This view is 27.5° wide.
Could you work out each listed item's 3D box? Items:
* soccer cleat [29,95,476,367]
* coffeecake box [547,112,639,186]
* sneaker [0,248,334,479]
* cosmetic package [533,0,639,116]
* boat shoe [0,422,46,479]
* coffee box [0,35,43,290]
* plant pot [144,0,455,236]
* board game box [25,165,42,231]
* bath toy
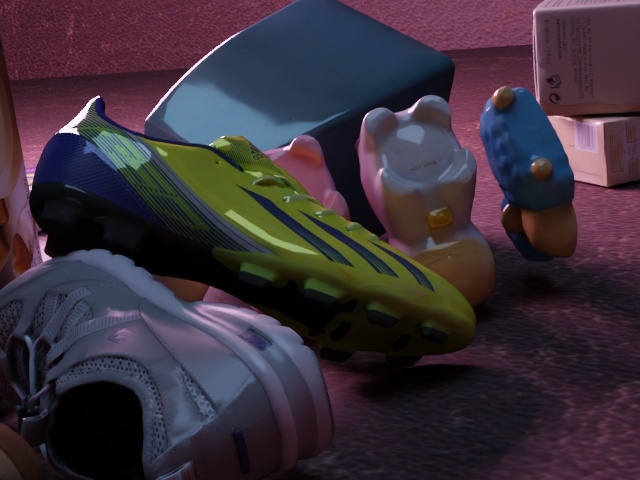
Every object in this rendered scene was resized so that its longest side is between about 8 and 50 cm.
[{"bbox_3d":[-0.034,-0.010,0.806,0.289,0.121,0.093,19,-30,-1],"label":"soccer cleat"},{"bbox_3d":[0.332,-0.111,1.361,0.185,0.068,0.142,-11,13,-22],"label":"coffeecake box"},{"bbox_3d":[-0.125,0.073,0.705,0.115,0.105,0.281,-25,19,-38],"label":"sneaker"},{"bbox_3d":[0.378,-0.197,1.312,0.309,0.113,0.160,0,15,18],"label":"cosmetic package"},{"bbox_3d":[-0.275,0.112,0.612,0.323,0.123,0.120,8,12,22],"label":"boat shoe"},{"bbox_3d":[-0.261,-0.021,0.856,0.098,0.247,0.141,-4,13,14],"label":"coffee box"},{"bbox_3d":[-0.031,-0.080,1.112,0.165,0.166,0.234,32,42,28],"label":"plant pot"},{"bbox_3d":[-0.319,-0.048,1.461,0.346,0.056,0.208,-10,9,-16],"label":"board game box"},{"bbox_3d":[0.000,0.000,0.921,0.348,0.151,0.129,-12,-22,-9],"label":"bath toy"}]
